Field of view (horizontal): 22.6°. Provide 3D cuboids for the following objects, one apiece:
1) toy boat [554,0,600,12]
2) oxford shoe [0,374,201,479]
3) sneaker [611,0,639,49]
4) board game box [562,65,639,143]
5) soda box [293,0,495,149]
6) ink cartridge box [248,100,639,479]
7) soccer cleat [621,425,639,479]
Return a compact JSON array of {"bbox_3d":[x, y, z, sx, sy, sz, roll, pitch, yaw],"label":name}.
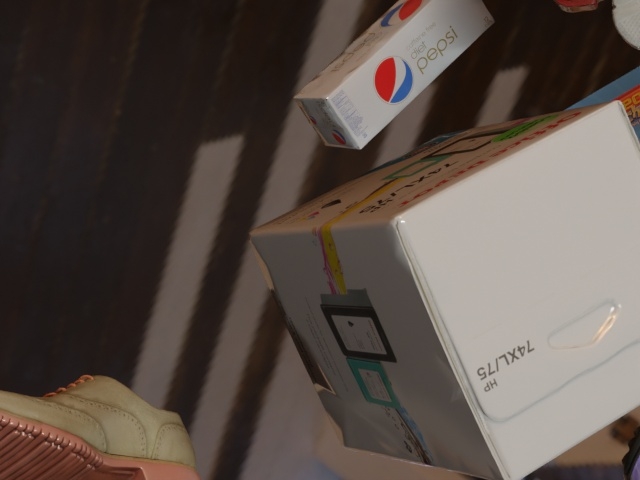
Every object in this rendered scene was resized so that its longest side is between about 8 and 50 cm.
[{"bbox_3d":[0.188,-0.318,1.503,0.151,0.231,0.151,-16,178,12],"label":"toy boat"},{"bbox_3d":[-0.305,0.229,1.908,0.140,0.146,0.397,-29,144,26],"label":"oxford shoe"},{"bbox_3d":[0.228,-0.208,1.075,0.065,0.061,0.158,-15,113,-55],"label":"sneaker"},{"bbox_3d":[0.463,-0.127,1.864,0.308,0.086,0.302,-30,148,24],"label":"board game box"},{"bbox_3d":[0.078,-0.189,1.670,0.216,0.074,0.069,-44,114,-19],"label":"soda box"},{"bbox_3d":[0.112,0.036,1.171,0.198,0.197,0.270,-27,-171,-22],"label":"ink cartridge box"},{"bbox_3d":[0.330,0.271,1.480,0.108,0.116,0.318,0,118,-35],"label":"soccer cleat"}]
